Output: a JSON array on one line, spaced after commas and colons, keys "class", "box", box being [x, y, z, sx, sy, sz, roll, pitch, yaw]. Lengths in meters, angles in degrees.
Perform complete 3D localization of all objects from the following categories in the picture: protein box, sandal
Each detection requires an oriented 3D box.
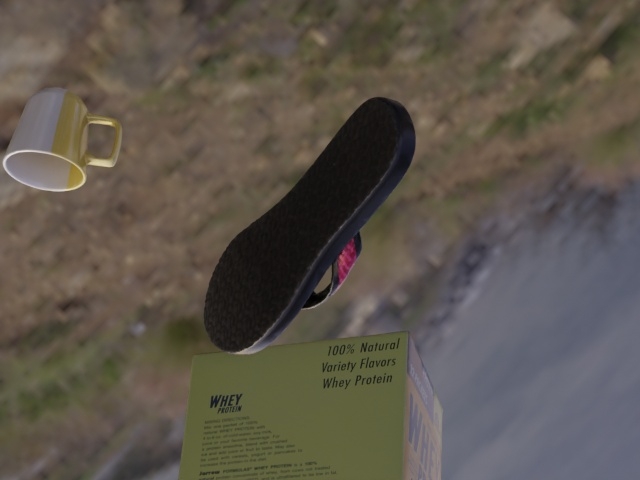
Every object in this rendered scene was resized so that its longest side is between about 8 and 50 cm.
[{"class": "protein box", "box": [-0.006, 0.206, 1.708, 0.136, 0.200, 0.201, 65, 23, -50]}, {"class": "sandal", "box": [0.000, 0.000, 1.052, 0.040, 0.067, 0.179, 15, 128, -41]}]

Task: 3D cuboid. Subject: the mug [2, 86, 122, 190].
[{"class": "mug", "box": [-0.194, -0.076, 1.493, 0.062, 0.078, 0.064, -38, -142, 55]}]
